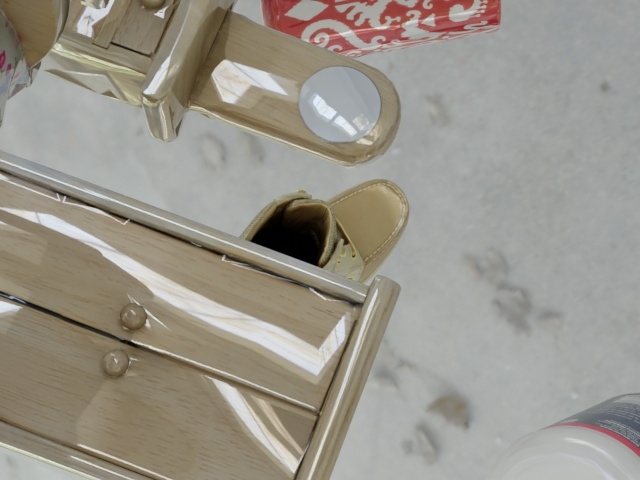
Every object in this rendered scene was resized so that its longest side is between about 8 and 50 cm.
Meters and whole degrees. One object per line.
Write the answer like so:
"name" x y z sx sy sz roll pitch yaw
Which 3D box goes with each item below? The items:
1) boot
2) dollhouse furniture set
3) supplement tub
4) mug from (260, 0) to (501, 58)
"boot" 0.000 0.000 1.343 0.095 0.262 0.203 53 160 10
"dollhouse furniture set" -0.056 -0.015 0.392 0.174 0.303 0.355 20 163 3
"supplement tub" 0.293 0.251 1.349 0.191 0.272 0.191 4 98 36
"mug" 0.040 -0.200 1.035 0.150 0.169 0.113 -94 -4 -46
